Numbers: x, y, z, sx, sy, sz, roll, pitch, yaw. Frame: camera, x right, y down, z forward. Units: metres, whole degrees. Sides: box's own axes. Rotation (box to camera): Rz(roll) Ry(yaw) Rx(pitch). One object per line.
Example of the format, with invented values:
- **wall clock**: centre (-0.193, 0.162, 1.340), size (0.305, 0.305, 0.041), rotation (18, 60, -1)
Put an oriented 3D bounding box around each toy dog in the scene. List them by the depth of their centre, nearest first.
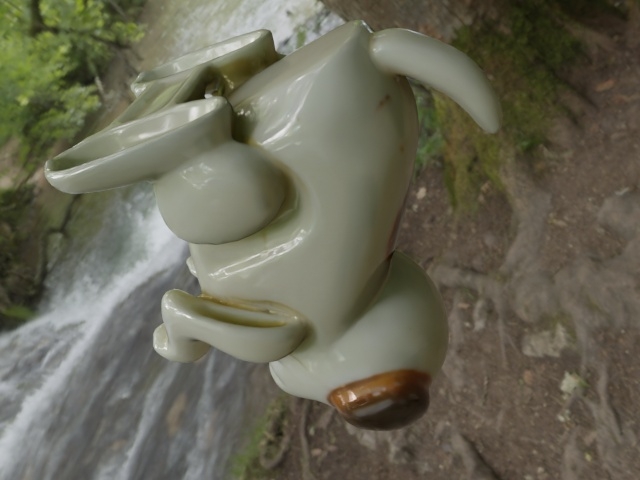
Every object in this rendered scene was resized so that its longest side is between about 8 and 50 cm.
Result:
- **toy dog**: centre (0.000, 0.000, 0.713), size (0.396, 0.407, 0.284), rotation (-17, 29, 9)
